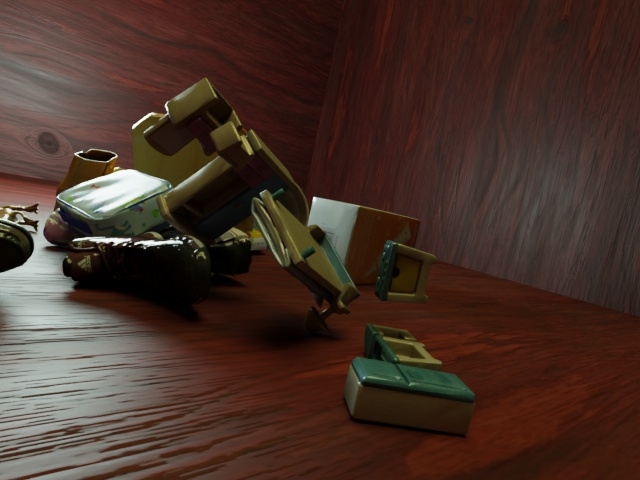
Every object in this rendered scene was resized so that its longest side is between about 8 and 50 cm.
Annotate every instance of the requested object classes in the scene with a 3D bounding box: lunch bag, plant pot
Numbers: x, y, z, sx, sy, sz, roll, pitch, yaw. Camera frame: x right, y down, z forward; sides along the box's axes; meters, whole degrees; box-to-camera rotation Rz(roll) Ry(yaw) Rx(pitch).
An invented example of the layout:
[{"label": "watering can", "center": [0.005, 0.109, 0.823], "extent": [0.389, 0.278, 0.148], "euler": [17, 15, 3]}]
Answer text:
[{"label": "lunch bag", "center": [-0.406, -0.066, 0.821], "extent": [0.218, 0.090, 0.176], "euler": [19, 39, 35]}, {"label": "plant pot", "center": [-0.210, -0.092, 1.558], "extent": [0.262, 0.263, 0.229], "euler": [7, -17, -42]}]

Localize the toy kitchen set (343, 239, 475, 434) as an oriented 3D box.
[{"label": "toy kitchen set", "center": [0.092, 0.091, 0.493], "extent": [0.122, 0.166, 0.207], "euler": [11, 5, -9]}]

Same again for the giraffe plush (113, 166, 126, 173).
[{"label": "giraffe plush", "center": [-0.699, -0.129, 1.341], "extent": [0.170, 0.182, 0.210], "euler": [3, 33, 39]}]

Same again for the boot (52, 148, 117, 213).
[{"label": "boot", "center": [-0.592, -0.138, 1.111], "extent": [0.104, 0.211, 0.295], "euler": [28, 7, -3]}]

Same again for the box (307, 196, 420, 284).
[{"label": "box", "center": [0.127, 0.008, 1.234], "extent": [0.168, 0.215, 0.345], "euler": [16, 7, 40]}]

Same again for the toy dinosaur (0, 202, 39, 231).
[{"label": "toy dinosaur", "center": [-0.701, -0.060, 0.918], "extent": [0.211, 0.064, 0.112], "euler": [16, 8, 40]}]

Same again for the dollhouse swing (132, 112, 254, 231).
[{"label": "dollhouse swing", "center": [-0.367, -0.198, 1.178], "extent": [0.346, 0.305, 0.315], "euler": [1, 17, -19]}]

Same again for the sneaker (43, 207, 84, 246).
[{"label": "sneaker", "center": [-0.533, -0.035, 0.943], "extent": [0.095, 0.104, 0.236], "euler": [51, 23, -9]}]

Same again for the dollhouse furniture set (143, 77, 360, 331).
[{"label": "dollhouse furniture set", "center": [-0.119, -0.003, 0.605], "extent": [0.304, 0.198, 0.286], "euler": [60, 9, 30]}]

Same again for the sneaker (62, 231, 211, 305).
[{"label": "sneaker", "center": [-0.291, 0.044, 0.624], "extent": [0.162, 0.107, 0.281], "euler": [-3, 5, -41]}]

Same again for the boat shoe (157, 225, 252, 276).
[{"label": "boat shoe", "center": [-0.309, -0.007, 0.889], "extent": [0.340, 0.127, 0.158], "euler": [15, 12, 41]}]

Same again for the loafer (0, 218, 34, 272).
[{"label": "loafer", "center": [-0.491, 0.022, 0.466], "extent": [0.267, 0.096, 0.084], "euler": [1, 28, -26]}]

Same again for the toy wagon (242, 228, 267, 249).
[{"label": "toy wagon", "center": [-0.347, -0.025, 1.320], "extent": [0.344, 0.068, 0.267], "euler": [14, 5, 18]}]
